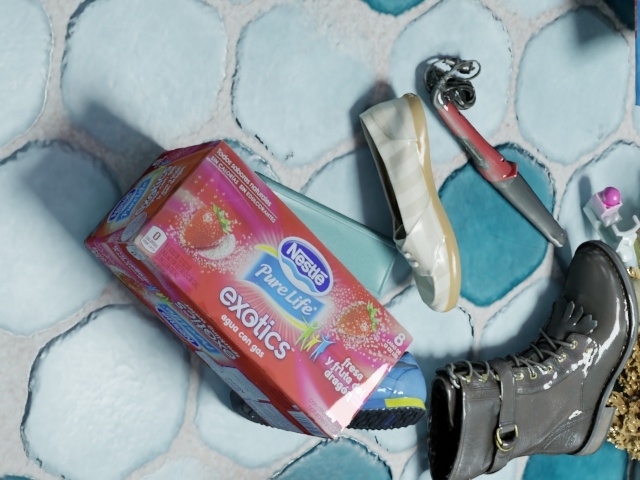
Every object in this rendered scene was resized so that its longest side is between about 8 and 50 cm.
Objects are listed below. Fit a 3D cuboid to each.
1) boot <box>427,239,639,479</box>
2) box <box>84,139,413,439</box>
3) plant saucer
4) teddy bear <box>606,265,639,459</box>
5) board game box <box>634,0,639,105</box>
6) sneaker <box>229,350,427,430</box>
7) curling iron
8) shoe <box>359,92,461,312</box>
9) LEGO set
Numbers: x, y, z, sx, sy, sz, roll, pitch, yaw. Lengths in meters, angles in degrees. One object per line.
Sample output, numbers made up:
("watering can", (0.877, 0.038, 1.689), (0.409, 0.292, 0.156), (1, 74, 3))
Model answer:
("boot", (0.211, 0.132, 1.788), (0.229, 0.091, 0.263), (-3, 103, -37))
("box", (-0.062, 0.044, 1.503), (0.257, 0.128, 0.122), (46, 70, -19))
("plant saucer", (0.000, 0.000, 1.646), (0.192, 0.018, 0.067), (25, 84, -37))
("teddy bear", (0.401, 0.168, 1.945), (0.245, 0.113, 0.338), (-45, 116, -29))
("board game box", (0.419, -0.326, 1.758), (0.308, 0.086, 0.302), (-42, 136, -44))
("sneaker", (0.005, 0.134, 1.659), (0.209, 0.069, 0.082), (4, 61, -28))
("curling iron", (0.186, -0.084, 1.757), (0.068, 0.035, 0.274), (-51, 124, -17))
("shoe", (0.085, -0.031, 1.675), (0.058, 0.076, 0.219), (-16, 103, -15))
("LEGO set", (0.429, -0.056, 1.877), (0.287, 0.107, 0.132), (-30, 85, -27))
